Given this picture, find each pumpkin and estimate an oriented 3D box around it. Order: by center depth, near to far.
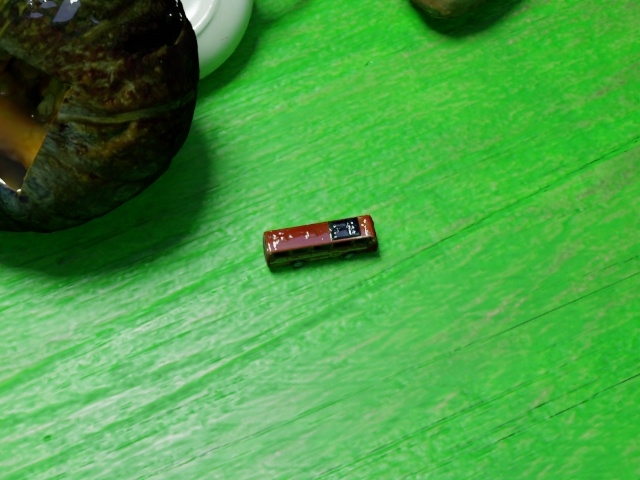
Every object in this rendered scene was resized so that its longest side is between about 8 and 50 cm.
[{"bbox_3d":[-0.263,-0.153,1.135,0.321,0.320,0.192,17,31,6],"label":"pumpkin"}]

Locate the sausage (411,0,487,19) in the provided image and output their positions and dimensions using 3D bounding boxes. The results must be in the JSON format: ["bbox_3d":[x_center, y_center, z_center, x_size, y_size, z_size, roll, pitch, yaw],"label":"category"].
[{"bbox_3d":[0.237,-0.428,1.377,0.136,0.123,0.500,16,61,38],"label":"sausage"}]

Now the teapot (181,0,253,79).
[{"bbox_3d":[-0.160,-0.254,1.275,0.298,0.139,0.204,-9,92,-9],"label":"teapot"}]

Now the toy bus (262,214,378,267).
[{"bbox_3d":[0.000,0.000,1.208,0.110,0.043,0.031,-10,65,-6],"label":"toy bus"}]
